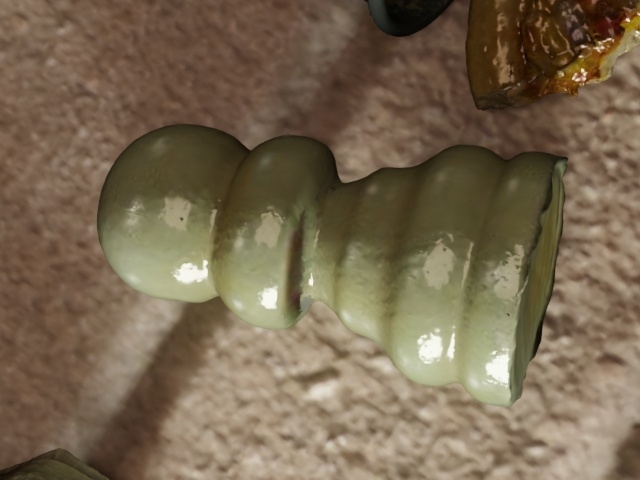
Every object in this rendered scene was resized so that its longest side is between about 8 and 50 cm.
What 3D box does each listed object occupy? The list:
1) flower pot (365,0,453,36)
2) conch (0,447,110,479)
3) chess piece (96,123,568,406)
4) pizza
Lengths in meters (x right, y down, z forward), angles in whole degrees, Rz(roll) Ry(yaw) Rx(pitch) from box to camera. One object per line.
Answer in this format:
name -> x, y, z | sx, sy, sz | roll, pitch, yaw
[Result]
flower pot -> 0.029, -0.198, 0.790 | 0.107, 0.157, 0.157 | 29, 94, 17
conch -> -0.163, 0.201, 0.850 | 0.207, 0.130, 0.155 | -23, 52, 28
chess piece -> 0.000, 0.000, 0.810 | 0.243, 0.133, 0.133 | 11, 91, 14
pizza -> 0.163, -0.171, 0.813 | 0.246, 0.058, 0.127 | -38, 86, 8
